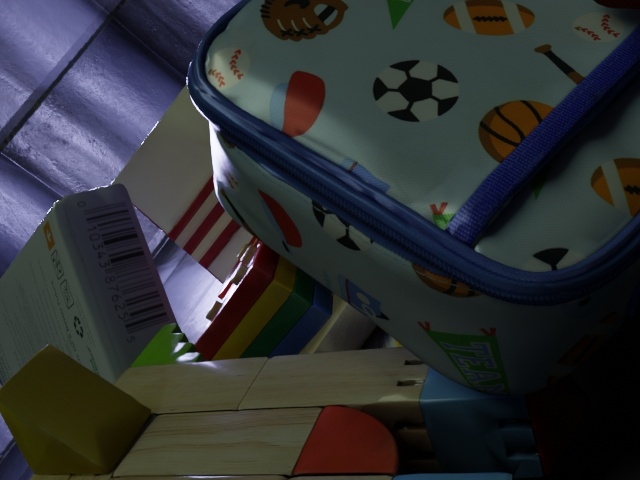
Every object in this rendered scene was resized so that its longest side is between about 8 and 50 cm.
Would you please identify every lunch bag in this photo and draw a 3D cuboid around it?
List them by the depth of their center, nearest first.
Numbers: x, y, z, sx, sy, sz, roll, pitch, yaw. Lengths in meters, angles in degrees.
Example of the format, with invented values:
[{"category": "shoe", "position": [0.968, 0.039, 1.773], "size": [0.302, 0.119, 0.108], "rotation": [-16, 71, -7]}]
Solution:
[{"category": "lunch bag", "position": [0.107, -0.083, 0.427], "size": [0.303, 0.243, 0.115], "rotation": [-42, -32, -25]}]

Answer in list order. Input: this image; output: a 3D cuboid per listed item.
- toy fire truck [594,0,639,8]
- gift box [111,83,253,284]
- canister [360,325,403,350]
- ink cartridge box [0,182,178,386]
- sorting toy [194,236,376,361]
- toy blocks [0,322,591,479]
[{"category": "toy fire truck", "position": [0.265, -0.194, 0.310], "size": [0.302, 0.169, 0.254], "rotation": [12, 82, 28]}, {"category": "gift box", "position": [-0.038, -0.096, 0.934], "size": [0.258, 0.255, 0.276], "rotation": [-47, 9, 24]}, {"category": "canister", "position": [0.100, 0.029, 0.544], "size": [0.170, 0.073, 0.126], "rotation": [-45, 14, 31]}, {"category": "ink cartridge box", "position": [-0.176, 0.149, 0.693], "size": [0.072, 0.304, 0.307], "rotation": [-20, -6, -32]}, {"category": "sorting toy", "position": [0.000, 0.000, 0.638], "size": [0.255, 0.089, 0.257], "rotation": [-56, 7, 12]}, {"category": "toy blocks", "position": [-0.026, 0.164, 0.346], "size": [0.260, 0.191, 0.381], "rotation": [-8, 24, 24]}]
